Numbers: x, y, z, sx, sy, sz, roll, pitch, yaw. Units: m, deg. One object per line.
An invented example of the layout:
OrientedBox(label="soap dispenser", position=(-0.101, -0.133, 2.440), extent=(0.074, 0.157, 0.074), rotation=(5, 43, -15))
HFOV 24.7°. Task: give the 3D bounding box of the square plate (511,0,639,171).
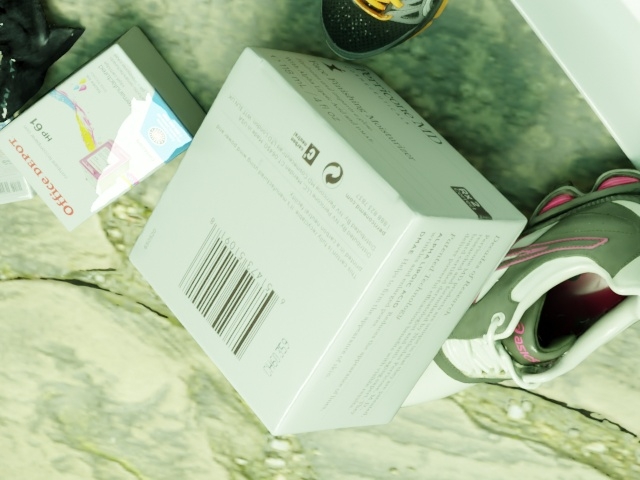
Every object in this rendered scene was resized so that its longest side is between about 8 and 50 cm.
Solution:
OrientedBox(label="square plate", position=(0.293, -0.163, 0.858), extent=(0.344, 0.049, 0.347), rotation=(-30, 104, 41))

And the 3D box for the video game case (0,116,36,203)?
OrientedBox(label="video game case", position=(-0.265, -0.082, 1.069), extent=(0.087, 0.011, 0.122), rotation=(-9, 109, 15))

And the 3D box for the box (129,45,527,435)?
OrientedBox(label="box", position=(0.000, 0.000, 0.948), extent=(0.181, 0.119, 0.182), rotation=(47, 117, 31))

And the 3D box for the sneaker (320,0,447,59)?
OrientedBox(label="sneaker", position=(0.052, -0.185, 0.904), extent=(0.084, 0.083, 0.215), rotation=(39, 135, 2))

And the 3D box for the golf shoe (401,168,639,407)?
OrientedBox(label="golf shoe", position=(0.115, 0.050, 0.978), extent=(0.273, 0.120, 0.105), rotation=(-33, 107, 30))

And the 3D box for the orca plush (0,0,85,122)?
OrientedBox(label="orca plush", position=(-0.276, -0.177, 0.927), extent=(0.151, 0.102, 0.287), rotation=(-21, 129, 12))

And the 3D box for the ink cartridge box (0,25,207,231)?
OrientedBox(label="ink cartridge box", position=(-0.153, -0.077, 1.026), extent=(0.122, 0.052, 0.088), rotation=(-33, 104, 22))
